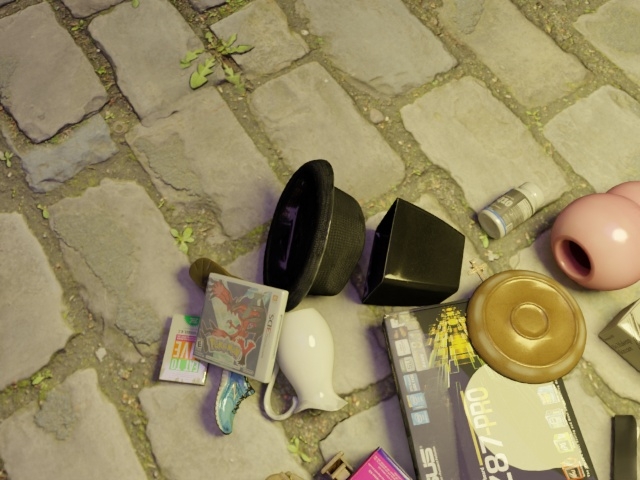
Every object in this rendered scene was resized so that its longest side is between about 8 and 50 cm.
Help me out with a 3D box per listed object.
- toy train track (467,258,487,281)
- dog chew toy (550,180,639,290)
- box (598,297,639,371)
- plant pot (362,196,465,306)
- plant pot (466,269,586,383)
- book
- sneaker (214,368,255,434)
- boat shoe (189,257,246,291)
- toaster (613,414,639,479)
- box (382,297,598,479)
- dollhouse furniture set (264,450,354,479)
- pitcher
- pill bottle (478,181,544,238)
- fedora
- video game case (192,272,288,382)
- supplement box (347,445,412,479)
[{"bbox_3d":[0.362,0.077,1.260,0.048,0.014,0.083,-27,69,-7],"label":"toy train track"},{"bbox_3d":[0.657,-0.031,1.194,0.332,0.206,0.206,-26,68,-15],"label":"dog chew toy"},{"bbox_3d":[0.708,0.245,1.117,0.094,0.113,0.275,-41,70,-12],"label":"box"},{"bbox_3d":[0.203,0.044,1.201,0.167,0.188,0.187,14,68,-3],"label":"plant pot"},{"bbox_3d":[0.411,0.162,1.116,0.237,0.032,0.236,0,66,1],"label":"plant pot"},{"bbox_3d":[-0.285,0.237,1.226,0.096,0.035,0.144,6,66,1],"label":"book"},{"bbox_3d":[-0.174,0.318,1.167,0.073,0.063,0.162,7,68,3],"label":"sneaker"},{"bbox_3d":[-0.193,0.119,1.243,0.224,0.073,0.080,35,80,20],"label":"boat shoe"},{"bbox_3d":[0.642,0.422,1.047,0.168,0.110,0.185,10,69,8],"label":"toaster"},{"bbox_3d":[0.317,0.313,1.119,0.319,0.097,0.394,-10,66,0],"label":"box"},{"bbox_3d":[-0.025,0.439,1.041,0.161,0.182,0.101,-42,71,-13],"label":"dollhouse furniture set"},{"bbox_3d":[-0.051,0.256,1.162,0.178,0.125,0.207,-17,78,12],"label":"pitcher"},{"bbox_3d":[0.434,-0.070,1.282,0.137,0.078,0.078,-35,70,-11],"label":"pill bottle"},{"bbox_3d":[0.000,0.000,1.213,0.153,0.334,0.333,15,65,-25],"label":"fedora"},{"bbox_3d":[-0.167,0.173,1.148,0.201,0.023,0.183,10,87,33],"label":"video game case"},{"bbox_3d":[0.072,0.505,1.046,0.220,0.111,0.114,-42,72,-12],"label":"supplement box"}]
